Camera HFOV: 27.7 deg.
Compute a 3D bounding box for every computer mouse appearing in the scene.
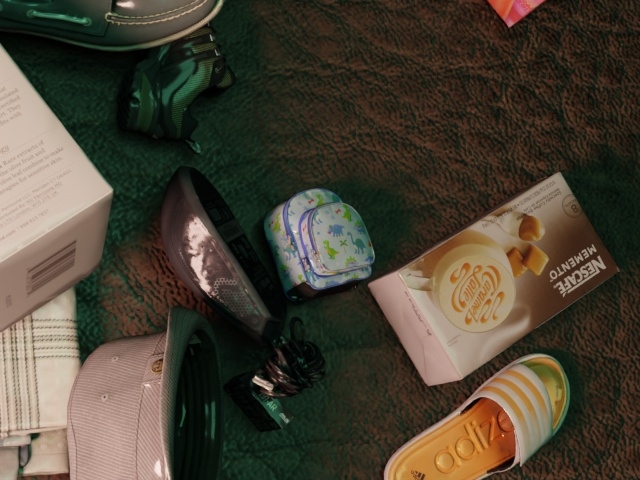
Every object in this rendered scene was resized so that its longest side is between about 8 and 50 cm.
[{"bbox_3d":[-0.099,0.050,1.372,0.072,0.188,0.272,-32,87,11],"label":"computer mouse"}]

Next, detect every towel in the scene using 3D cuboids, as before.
[{"bbox_3d":[-0.398,0.088,1.295,0.312,0.056,0.324,0,79,-20],"label":"towel"}]

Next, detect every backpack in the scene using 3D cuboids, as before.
[{"bbox_3d":[0.000,0.000,1.435,0.105,0.084,0.114,-12,73,-42],"label":"backpack"}]

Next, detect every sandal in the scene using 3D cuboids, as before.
[{"bbox_3d":[0.194,0.222,1.466,0.265,0.076,0.102,-32,91,-23],"label":"sandal"}]

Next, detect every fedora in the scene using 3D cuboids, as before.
[{"bbox_3d":[-0.175,0.196,1.276,0.124,0.243,0.275,-3,54,7],"label":"fedora"}]

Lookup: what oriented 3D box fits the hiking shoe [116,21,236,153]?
[{"bbox_3d":[-0.145,-0.213,1.444,0.114,0.086,0.226,22,81,-23],"label":"hiking shoe"}]

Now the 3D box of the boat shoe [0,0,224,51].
[{"bbox_3d":[-0.260,-0.265,1.342,0.320,0.099,0.116,2,84,-1],"label":"boat shoe"}]

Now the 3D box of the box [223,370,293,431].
[{"bbox_3d":[-0.067,0.172,1.379,0.018,0.083,0.067,-42,94,-21],"label":"box"}]

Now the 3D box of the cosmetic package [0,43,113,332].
[{"bbox_3d":[-0.365,-0.111,1.236,0.155,0.197,0.365,-35,78,-24],"label":"cosmetic package"}]

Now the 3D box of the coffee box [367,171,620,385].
[{"bbox_3d":[0.200,0.043,1.494,0.246,0.098,0.141,-30,90,-22],"label":"coffee box"}]

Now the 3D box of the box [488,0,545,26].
[{"bbox_3d":[0.320,-0.421,1.608,0.300,0.154,0.142,-41,94,-23],"label":"box"}]
